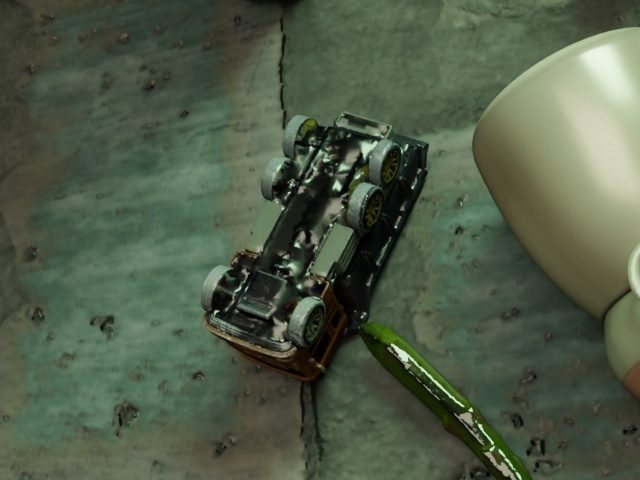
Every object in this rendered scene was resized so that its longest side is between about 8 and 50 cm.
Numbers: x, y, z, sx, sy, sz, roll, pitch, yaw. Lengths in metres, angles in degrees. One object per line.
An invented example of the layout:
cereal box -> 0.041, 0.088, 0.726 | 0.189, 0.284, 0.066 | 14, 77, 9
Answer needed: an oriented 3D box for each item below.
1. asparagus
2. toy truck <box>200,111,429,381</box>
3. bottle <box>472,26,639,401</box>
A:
asparagus -> 0.102, 0.135, 0.841 | 0.034, 0.027, 0.236 | -44, 62, 7
toy truck -> 0.000, 0.000, 0.897 | 0.083, 0.092, 0.192 | 19, 70, 25
bottle -> 0.203, 0.004, 0.789 | 0.148, 0.147, 0.236 | -28, 68, 9
